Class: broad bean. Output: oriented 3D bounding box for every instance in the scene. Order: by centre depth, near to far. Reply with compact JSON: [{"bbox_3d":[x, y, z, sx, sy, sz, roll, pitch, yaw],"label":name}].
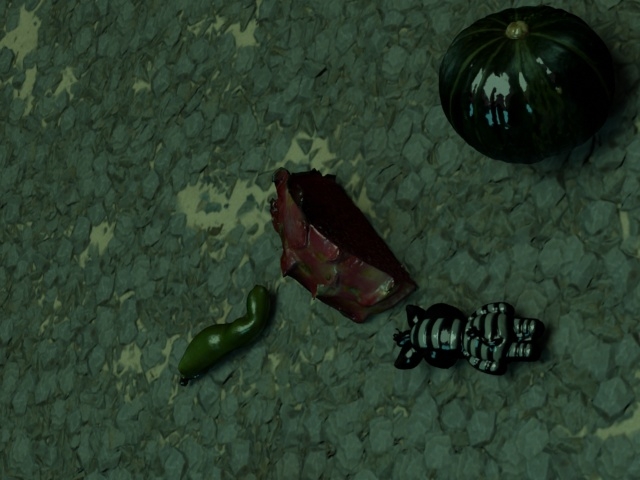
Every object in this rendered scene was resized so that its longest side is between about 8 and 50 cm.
[{"bbox_3d":[-0.145,0.145,2.378,0.213,0.048,0.070,-43,49,26],"label":"broad bean"}]

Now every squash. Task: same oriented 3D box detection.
[{"bbox_3d":[0.254,-0.192,1.999,0.218,0.218,0.172,17,129,48],"label":"squash"}]

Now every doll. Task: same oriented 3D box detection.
[{"bbox_3d":[0.184,0.122,2.038,0.219,0.067,0.091,0,77,40],"label":"doll"}]

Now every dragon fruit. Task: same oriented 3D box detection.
[{"bbox_3d":[-0.010,0.006,2.210,0.126,0.161,0.274,-50,48,17],"label":"dragon fruit"}]
